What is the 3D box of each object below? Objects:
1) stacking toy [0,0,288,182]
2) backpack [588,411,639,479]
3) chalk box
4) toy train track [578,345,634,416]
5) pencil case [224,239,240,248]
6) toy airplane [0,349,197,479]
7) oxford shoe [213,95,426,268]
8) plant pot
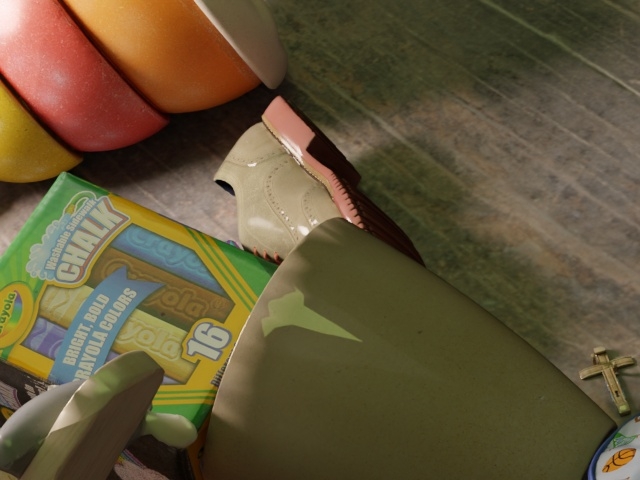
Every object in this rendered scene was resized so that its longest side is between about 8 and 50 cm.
[{"bbox_3d":[-0.306,-0.178,2.072,0.480,0.350,0.350,-39,41,2],"label":"stacking toy"},{"bbox_3d":[0.326,0.172,1.391,0.263,0.213,0.276,-17,3,29],"label":"backpack"},{"bbox_3d":[-0.181,0.080,1.627,0.289,0.180,0.179,25,64,17],"label":"chalk box"},{"bbox_3d":[0.251,0.118,1.680,0.048,0.014,0.083,-18,40,2],"label":"toy train track"},{"bbox_3d":[-0.135,0.057,1.867,0.152,0.064,0.070,-27,39,-9],"label":"pencil case"},{"bbox_3d":[-0.242,0.268,1.423,0.386,0.384,0.272,-29,52,-7],"label":"toy airplane"},{"bbox_3d":[0.000,0.000,1.862,0.130,0.123,0.348,-42,37,7],"label":"oxford shoe"},{"bbox_3d":[0.088,0.149,1.561,0.274,0.256,0.256,23,53,17],"label":"plant pot"}]
